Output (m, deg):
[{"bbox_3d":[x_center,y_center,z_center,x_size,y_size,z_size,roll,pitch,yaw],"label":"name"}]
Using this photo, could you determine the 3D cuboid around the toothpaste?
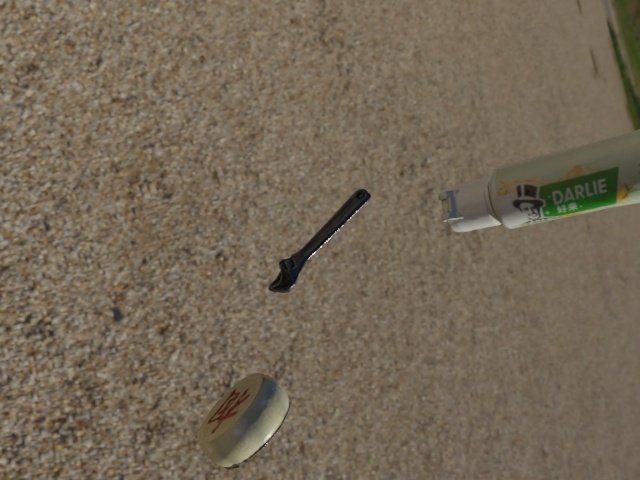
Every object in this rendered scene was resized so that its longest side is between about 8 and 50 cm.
[{"bbox_3d":[0.237,-0.055,0.608,0.058,0.314,0.056,12,69,-53],"label":"toothpaste"}]

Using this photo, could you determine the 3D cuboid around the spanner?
[{"bbox_3d":[0.000,0.000,1.216,0.208,0.046,0.012,-45,147,-15],"label":"spanner"}]

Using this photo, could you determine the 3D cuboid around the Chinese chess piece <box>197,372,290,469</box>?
[{"bbox_3d":[-0.093,0.216,1.015,0.051,0.122,0.122,48,31,-12],"label":"Chinese chess piece"}]
